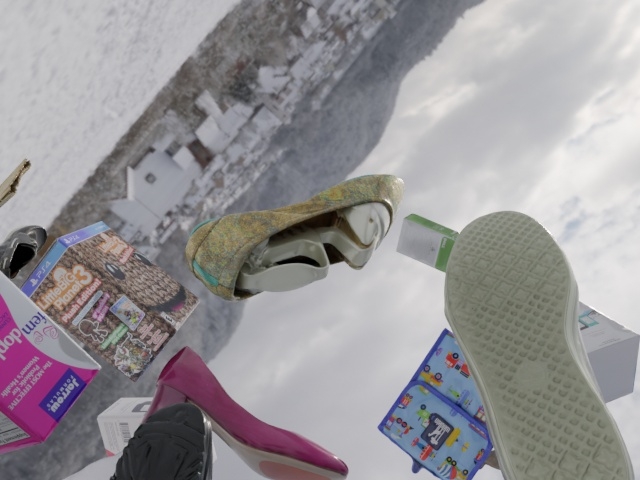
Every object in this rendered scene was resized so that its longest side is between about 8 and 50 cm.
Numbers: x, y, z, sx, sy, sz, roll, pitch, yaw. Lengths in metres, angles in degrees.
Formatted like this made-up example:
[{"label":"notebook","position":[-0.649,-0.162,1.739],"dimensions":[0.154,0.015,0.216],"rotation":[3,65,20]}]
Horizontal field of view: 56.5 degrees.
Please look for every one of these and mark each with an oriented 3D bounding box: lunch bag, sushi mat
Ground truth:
[{"label":"lunch bag","position":[0.283,0.384,1.309],"dimensions":[0.293,0.220,0.138],"rotation":[-51,158,-14]},{"label":"sushi mat","position":[-0.610,-0.010,1.014],"dimensions":[0.316,0.019,0.151],"rotation":[-41,-152,10]}]

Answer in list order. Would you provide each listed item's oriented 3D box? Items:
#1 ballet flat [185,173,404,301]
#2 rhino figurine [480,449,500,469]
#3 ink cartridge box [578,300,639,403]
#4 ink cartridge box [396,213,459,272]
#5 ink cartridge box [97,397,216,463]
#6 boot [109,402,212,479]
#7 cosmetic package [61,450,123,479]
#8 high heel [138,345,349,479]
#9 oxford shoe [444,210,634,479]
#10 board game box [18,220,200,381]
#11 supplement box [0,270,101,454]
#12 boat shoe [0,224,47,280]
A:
[{"label":"ballet flat","position":[0.000,0.000,0.778],"dimensions":[0.348,0.123,0.123],"rotation":[-16,171,-32]},{"label":"rhino figurine","position":[0.522,0.593,1.640],"dimensions":[0.243,0.073,0.106],"rotation":[-6,-156,30]},{"label":"ink cartridge box","position":[0.743,0.320,1.738],"dimensions":[0.197,0.198,0.270],"rotation":[-13,-157,-17]},{"label":"ink cartridge box","position":[0.324,0.014,1.677],"dimensions":[0.062,0.209,0.109],"rotation":[-25,132,-50]},{"label":"ink cartridge box","position":[-0.380,0.466,1.396],"dimensions":[0.237,0.172,0.100],"rotation":[-6,-168,20]},{"label":"boot","position":[-0.126,0.311,0.588],"dimensions":[0.094,0.207,0.247],"rotation":[-5,-124,20]},{"label":"cosmetic package","position":[-0.344,0.548,0.830],"dimensions":[0.454,0.161,0.230],"rotation":[-66,164,4]},{"label":"high heel","position":[-0.118,0.302,1.054],"dimensions":[0.127,0.376,0.181],"rotation":[101,7,-49]},{"label":"oxford shoe","position":[0.256,0.142,0.740],"dimensions":[0.169,0.130,0.450],"rotation":[-16,-135,13]},{"label":"board game box","position":[-0.430,0.118,1.256],"dimensions":[0.141,0.291,0.232],"rotation":[-50,-173,8]},{"label":"supplement box","position":[-0.374,0.118,0.651],"dimensions":[0.113,0.220,0.111],"rotation":[-22,-153,34]},{"label":"boat shoe","position":[-0.647,0.028,1.285],"dimensions":[0.233,0.079,0.084],"rotation":[-82,170,-70]}]
